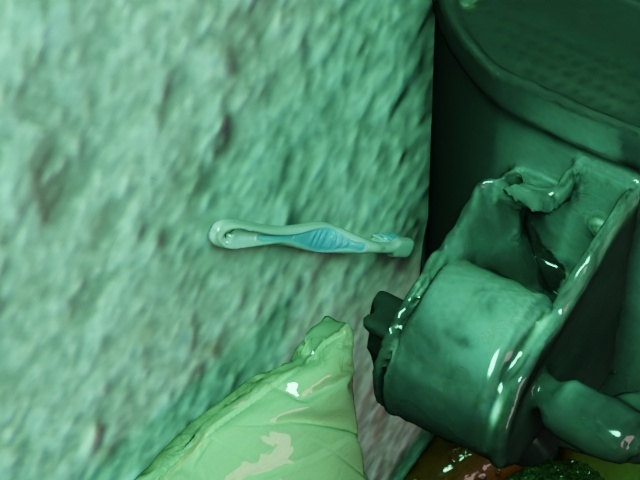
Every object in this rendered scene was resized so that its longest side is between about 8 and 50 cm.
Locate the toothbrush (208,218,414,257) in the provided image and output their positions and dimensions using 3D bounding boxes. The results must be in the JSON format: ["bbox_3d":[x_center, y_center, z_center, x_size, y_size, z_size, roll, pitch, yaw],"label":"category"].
[{"bbox_3d":[0.000,0.000,0.830,0.162,0.017,0.014,3,110,-62],"label":"toothbrush"}]

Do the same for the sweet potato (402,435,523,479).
[{"bbox_3d":[0.139,0.070,1.089,0.264,0.057,0.057,-38,150,-11],"label":"sweet potato"}]

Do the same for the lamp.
[{"bbox_3d":[0.151,-0.046,0.839,0.374,0.205,0.272,-58,159,-15],"label":"lamp"}]

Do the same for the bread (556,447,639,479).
[{"bbox_3d":[0.206,0.203,1.356,0.138,0.077,0.361,-34,145,-40],"label":"bread"}]

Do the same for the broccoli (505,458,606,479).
[{"bbox_3d":[0.111,0.195,1.127,0.162,0.138,0.146,-27,147,7],"label":"broccoli"}]

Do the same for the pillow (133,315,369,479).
[{"bbox_3d":[-0.069,0.210,0.850,0.281,0.076,0.274,-37,131,-33],"label":"pillow"}]
